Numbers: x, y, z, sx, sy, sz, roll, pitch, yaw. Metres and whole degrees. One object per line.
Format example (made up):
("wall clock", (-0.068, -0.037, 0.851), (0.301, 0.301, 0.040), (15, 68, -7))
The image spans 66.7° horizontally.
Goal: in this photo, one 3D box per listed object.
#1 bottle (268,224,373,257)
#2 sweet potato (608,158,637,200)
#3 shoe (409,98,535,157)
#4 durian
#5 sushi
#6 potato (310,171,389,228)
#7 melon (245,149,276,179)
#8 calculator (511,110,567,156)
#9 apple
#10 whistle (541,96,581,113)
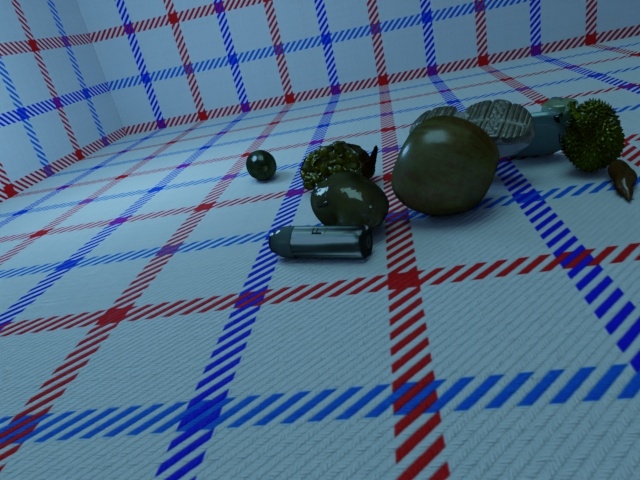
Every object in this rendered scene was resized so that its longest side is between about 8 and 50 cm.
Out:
("bottle", (0.000, 0.000, 1.169), (0.253, 0.080, 0.096), (-1, 22, 24))
("sweet potato", (0.728, -0.145, 1.167), (0.056, 0.056, 0.195), (-1, 33, 24))
("shoe", (0.440, -0.277, 1.393), (0.350, 0.198, 0.172), (15, 56, 43))
("durian", (0.717, -0.279, 1.277), (0.146, 0.198, 0.159), (-3, 18, 43))
("sushi", (0.053, -0.241, 1.587), (0.296, 0.167, 0.179), (13, 14, 29))
("potato", (0.076, -0.094, 1.246), (0.177, 0.160, 0.235), (-32, 28, -10))
("melon", (-0.227, -0.289, 1.859), (0.114, 0.114, 0.167), (-19, 23, -13))
("calculator", (0.621, -0.308, 1.439), (0.295, 0.184, 0.042), (-2, 63, 29))
("apple", (0.313, -0.179, 1.224), (0.233, 0.257, 0.257), (26, 35, 10))
("whistle", (0.907, -0.480, 1.779), (0.126, 0.067, 0.258), (-17, 27, -7))
